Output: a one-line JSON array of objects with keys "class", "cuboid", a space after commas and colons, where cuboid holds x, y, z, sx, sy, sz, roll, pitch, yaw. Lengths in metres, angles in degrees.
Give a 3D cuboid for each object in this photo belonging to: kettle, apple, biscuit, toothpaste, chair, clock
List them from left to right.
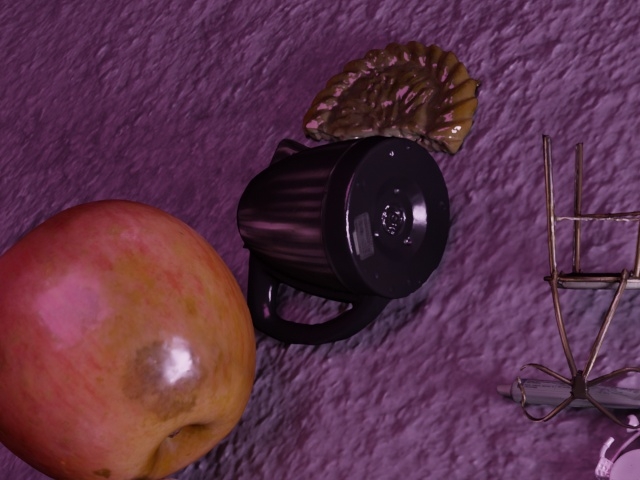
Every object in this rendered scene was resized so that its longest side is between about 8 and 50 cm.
[{"class": "apple", "cuboid": [-0.249, 0.136, 1.781, 0.364, 0.364, 0.364, -17, 49, 20]}, {"class": "kettle", "cuboid": [0.008, -0.014, 1.879, 0.271, 0.250, 0.207, 4, 28, 43]}, {"class": "biscuit", "cuboid": [0.107, -0.212, 2.048, 0.274, 0.036, 0.187, 5, 60, 34]}, {"class": "toothpaste", "cuboid": [0.291, 0.176, 1.637, 0.197, 0.029, 0.048, 1, 13, 33]}, {"class": "chair", "cuboid": [0.324, 0.043, 1.641, 0.160, 0.170, 0.325, 1, 89, 27]}, {"class": "clock", "cuboid": [0.355, 0.229, 1.552, 0.087, 0.041, 0.129, 28, 78, 39]}]

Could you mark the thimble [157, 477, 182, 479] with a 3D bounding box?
[{"class": "thimble", "cuboid": [-0.178, 0.400, 1.650, 0.148, 0.196, 0.229, -31, 76, 12]}]
